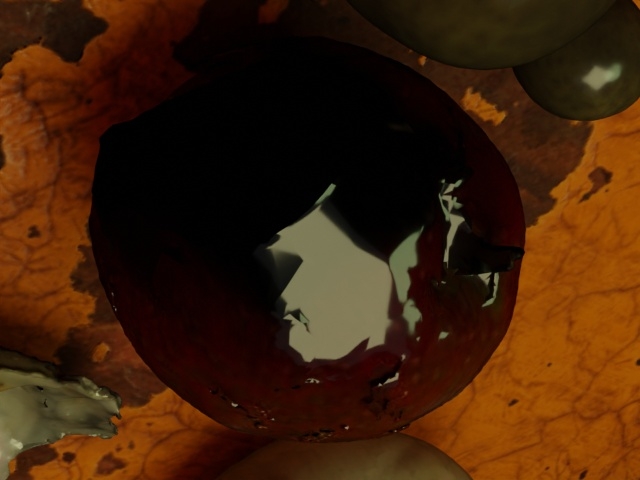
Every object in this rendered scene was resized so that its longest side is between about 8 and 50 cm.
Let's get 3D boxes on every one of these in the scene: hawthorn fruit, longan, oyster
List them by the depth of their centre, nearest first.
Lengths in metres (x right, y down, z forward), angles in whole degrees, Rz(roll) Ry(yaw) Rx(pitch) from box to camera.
[{"bbox_3d":[0.110,-0.203,1.139,0.212,0.198,0.198,-13,135,-18],"label":"longan"},{"bbox_3d":[-0.014,-0.003,1.195,0.316,0.316,0.316,-15,135,-16],"label":"hawthorn fruit"},{"bbox_3d":[-0.285,0.132,1.301,0.275,0.100,0.271,-24,141,-25],"label":"oyster"},{"bbox_3d":[0.192,-0.148,1.307,0.106,0.106,0.119,-8,94,-22],"label":"longan"}]

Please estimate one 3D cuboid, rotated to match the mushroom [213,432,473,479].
[{"bbox_3d":[0.010,0.292,1.510,0.315,0.315,0.356,-16,170,-15],"label":"mushroom"}]
